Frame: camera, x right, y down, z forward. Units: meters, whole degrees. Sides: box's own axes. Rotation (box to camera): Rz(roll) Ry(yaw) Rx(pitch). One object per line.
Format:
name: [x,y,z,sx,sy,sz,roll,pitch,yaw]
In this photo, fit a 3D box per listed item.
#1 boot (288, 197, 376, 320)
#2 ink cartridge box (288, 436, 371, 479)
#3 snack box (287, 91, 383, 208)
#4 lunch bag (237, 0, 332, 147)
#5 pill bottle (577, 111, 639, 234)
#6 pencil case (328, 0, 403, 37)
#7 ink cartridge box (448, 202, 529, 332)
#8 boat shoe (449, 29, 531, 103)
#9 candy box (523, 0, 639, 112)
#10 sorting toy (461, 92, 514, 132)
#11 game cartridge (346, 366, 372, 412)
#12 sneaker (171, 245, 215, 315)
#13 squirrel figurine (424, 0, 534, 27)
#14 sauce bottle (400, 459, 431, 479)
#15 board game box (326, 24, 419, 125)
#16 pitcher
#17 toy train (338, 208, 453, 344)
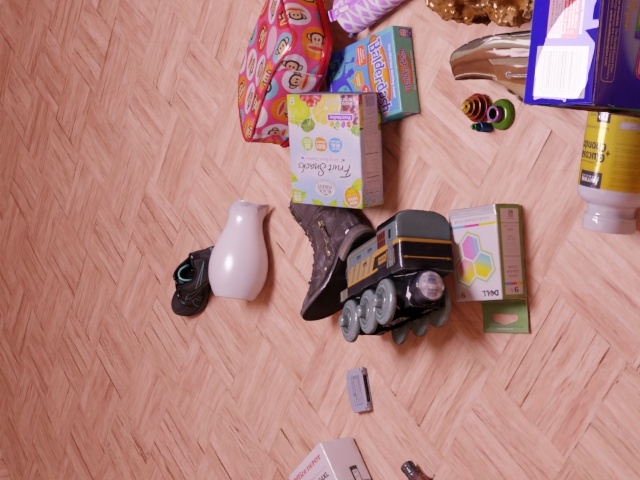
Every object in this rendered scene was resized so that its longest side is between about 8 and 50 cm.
boot: [0.000,0.000,2.115,0.263,0.091,0.229,-59,46,24]
ink cartridge box: [0.035,0.503,2.077,0.148,0.086,0.203,-54,51,40]
snack box: [0.027,-0.168,1.983,0.175,0.070,0.207,6,105,41]
lunch bag: [-0.082,-0.357,2.140,0.293,0.120,0.258,118,149,-43]
pill bottle: [0.417,-0.105,1.517,0.103,0.103,0.184,18,106,52]
pencil case: [0.101,-0.450,1.947,0.206,0.088,0.086,-30,69,49]
ink cartridge box: [0.273,0.048,1.754,0.109,0.062,0.209,-7,86,54]
boat shoe: [0.324,-0.259,1.628,0.324,0.123,0.119,1,101,55]
candy box: [0.412,-0.288,1.337,0.122,0.317,0.268,15,102,54]
sorting toy: [0.266,-0.207,1.770,0.102,0.042,0.061,25,111,50]
game cartridge: [0.073,0.287,2.077,0.056,0.017,0.083,-20,75,49]
sneaker: [-0.301,0.090,2.505,0.267,0.106,0.101,-51,54,43]
squirrel figurine: [0.284,-0.514,1.602,0.370,0.281,0.396,-10,95,43]
sauce bottle: [0.186,0.443,1.908,0.128,0.042,0.042,51,130,42]
board game box: [0.091,-0.290,2.001,0.210,0.047,0.160,-14,80,53]
pitcher: [-0.178,0.024,2.338,0.178,0.126,0.207,171,107,-74]
toy train: [0.126,0.070,1.867,0.334,0.142,0.190,140,132,-67]
